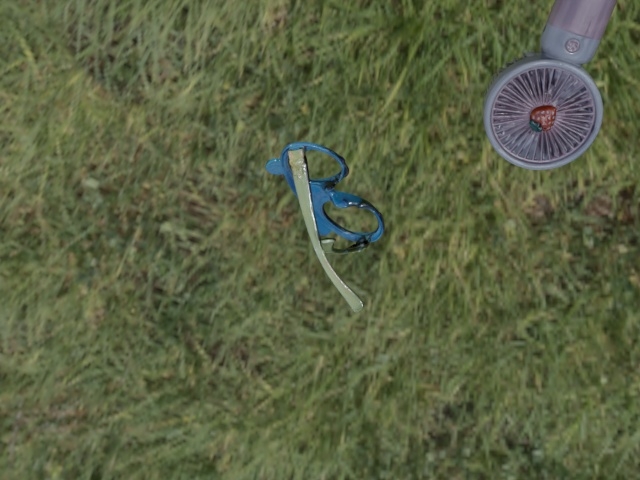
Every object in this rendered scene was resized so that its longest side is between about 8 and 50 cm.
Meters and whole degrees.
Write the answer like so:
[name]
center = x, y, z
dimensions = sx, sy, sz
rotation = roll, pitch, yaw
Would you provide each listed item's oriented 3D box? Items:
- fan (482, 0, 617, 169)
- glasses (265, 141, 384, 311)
[fan]
center = 0.261, -0.195, 1.249
dimensions = 0.130, 0.074, 0.244
rotation = 16, 117, -4
[glasses]
center = 0.032, -0.019, 1.574
dimensions = 0.102, 0.207, 0.239
rotation = -32, 140, 5
